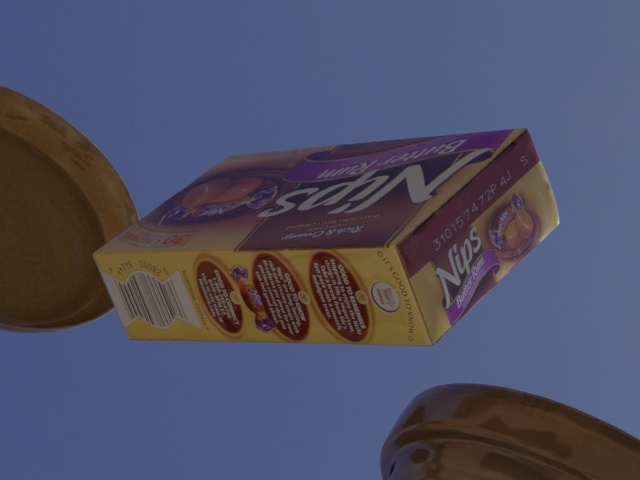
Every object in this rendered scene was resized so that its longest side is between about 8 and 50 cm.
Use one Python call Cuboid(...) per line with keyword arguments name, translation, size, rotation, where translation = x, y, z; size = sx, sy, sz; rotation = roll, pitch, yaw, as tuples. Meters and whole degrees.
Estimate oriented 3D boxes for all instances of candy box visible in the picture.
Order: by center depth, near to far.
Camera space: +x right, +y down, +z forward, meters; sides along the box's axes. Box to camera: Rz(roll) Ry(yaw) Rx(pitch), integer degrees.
Cuboid(name="candy box", translation=(0.000, 0.000, 0.776), size=(0.186, 0.109, 0.053), rotation=(-3, -64, 43))

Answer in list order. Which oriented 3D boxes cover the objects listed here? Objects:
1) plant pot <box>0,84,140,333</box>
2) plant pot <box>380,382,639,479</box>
Cuboid(name="plant pot", translation=(-0.241, -0.023, 1.239), size=(0.236, 0.236, 0.032), rotation=(52, -51, 15))
Cuboid(name="plant pot", translation=(0.121, 0.193, 0.925), size=(0.237, 0.237, 0.110), rotation=(21, -120, 24))
